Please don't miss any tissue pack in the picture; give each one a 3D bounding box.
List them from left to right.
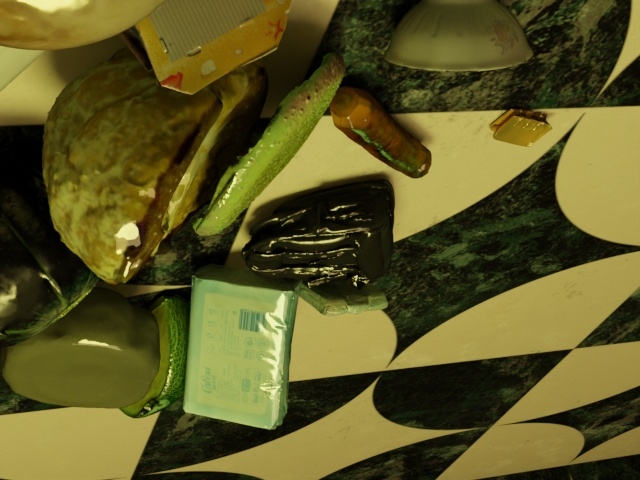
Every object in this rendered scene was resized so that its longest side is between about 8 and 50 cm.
[{"bbox_3d":[-0.134,0.178,2.024,0.177,0.089,0.263,9,113,8],"label":"tissue pack"}]

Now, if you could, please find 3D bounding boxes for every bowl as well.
[{"bbox_3d":[0.170,-0.271,1.482,0.189,0.189,0.086,-8,111,-14],"label":"bowl"}]

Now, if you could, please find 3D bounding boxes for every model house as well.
[{"bbox_3d":[-0.137,-0.292,1.295,0.219,0.136,0.207,-34,117,-13],"label":"model house"}]

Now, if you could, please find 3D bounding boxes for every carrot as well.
[{"bbox_3d":[0.091,-0.154,1.725,0.070,0.070,0.260,-26,152,21],"label":"carrot"}]

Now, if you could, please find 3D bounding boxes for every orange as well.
[{"bbox_3d":[-0.210,-0.120,1.424,0.271,0.210,0.368,-54,178,31],"label":"orange"}]

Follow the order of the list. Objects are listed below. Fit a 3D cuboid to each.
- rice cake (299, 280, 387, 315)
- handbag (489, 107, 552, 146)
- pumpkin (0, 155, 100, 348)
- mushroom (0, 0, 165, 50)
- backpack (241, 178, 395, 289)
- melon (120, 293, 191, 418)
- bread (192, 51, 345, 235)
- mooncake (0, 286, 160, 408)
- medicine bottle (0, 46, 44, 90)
[{"bbox_3d":[0.020,0.081,2.016,0.124,0.211,0.038,-6,108,-18],"label":"rice cake"},{"bbox_3d":[0.309,-0.175,1.836,0.083,0.027,0.061,8,145,-37],"label":"handbag"},{"bbox_3d":[-0.433,0.001,1.577,0.296,0.296,0.296,-12,153,-6],"label":"pumpkin"},{"bbox_3d":[-0.240,-0.319,0.979,0.292,0.290,0.292,-11,142,-9],"label":"mushroom"},{"bbox_3d":[0.000,0.000,1.919,0.258,0.133,0.206,-8,150,1],"label":"backpack"},{"bbox_3d":[-0.278,0.225,2.143,0.129,0.169,0.265,6,147,-39],"label":"melon"},{"bbox_3d":[-0.061,-0.118,1.529,0.301,0.045,0.301,-52,180,0],"label":"bread"},{"bbox_3d":[-0.397,0.178,1.986,0.275,0.135,0.275,0,145,0],"label":"mooncake"},{"bbox_3d":[-0.405,-0.212,1.213,0.332,0.190,0.190,-33,148,30],"label":"medicine bottle"}]
